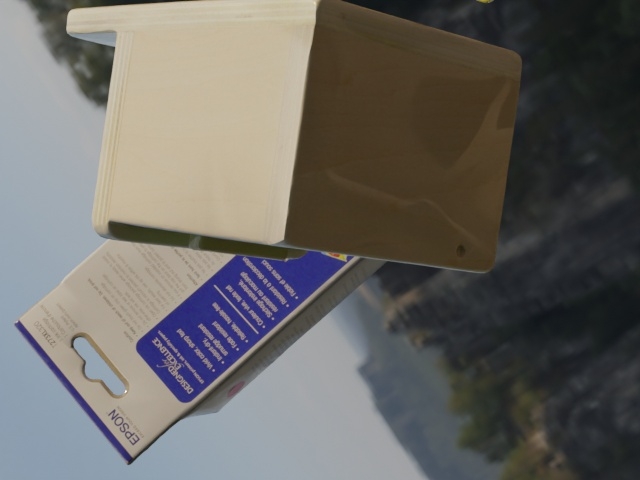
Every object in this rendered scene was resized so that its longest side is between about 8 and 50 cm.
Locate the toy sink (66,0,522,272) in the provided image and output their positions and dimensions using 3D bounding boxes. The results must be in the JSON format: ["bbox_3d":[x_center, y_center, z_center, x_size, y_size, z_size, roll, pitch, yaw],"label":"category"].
[{"bbox_3d":[-0.031,-0.054,0.785,0.152,0.131,0.234,8,180,-43],"label":"toy sink"}]

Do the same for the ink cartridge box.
[{"bbox_3d":[-0.076,0.019,1.253,0.176,0.371,0.069,46,171,20],"label":"ink cartridge box"}]

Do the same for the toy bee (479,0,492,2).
[{"bbox_3d":[0.085,-0.222,0.818,0.162,0.298,0.195,24,146,37],"label":"toy bee"}]
